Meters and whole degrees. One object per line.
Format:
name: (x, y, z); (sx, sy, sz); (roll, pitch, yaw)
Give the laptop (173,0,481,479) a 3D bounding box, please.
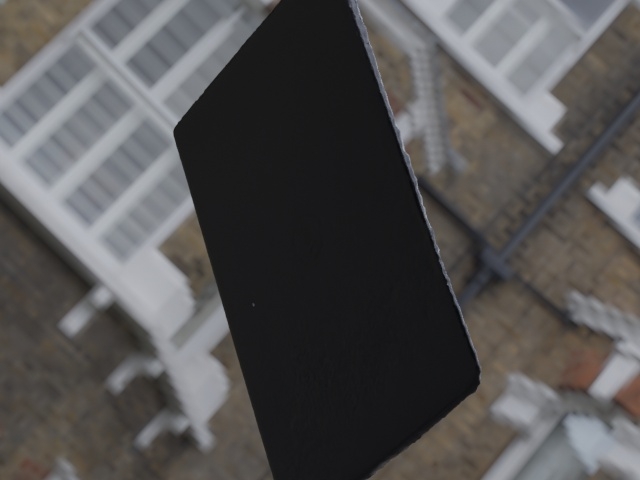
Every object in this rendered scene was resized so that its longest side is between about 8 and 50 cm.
laptop: (0.000, 0.000, 0.735); (0.135, 0.016, 0.197); (-44, -127, 44)
